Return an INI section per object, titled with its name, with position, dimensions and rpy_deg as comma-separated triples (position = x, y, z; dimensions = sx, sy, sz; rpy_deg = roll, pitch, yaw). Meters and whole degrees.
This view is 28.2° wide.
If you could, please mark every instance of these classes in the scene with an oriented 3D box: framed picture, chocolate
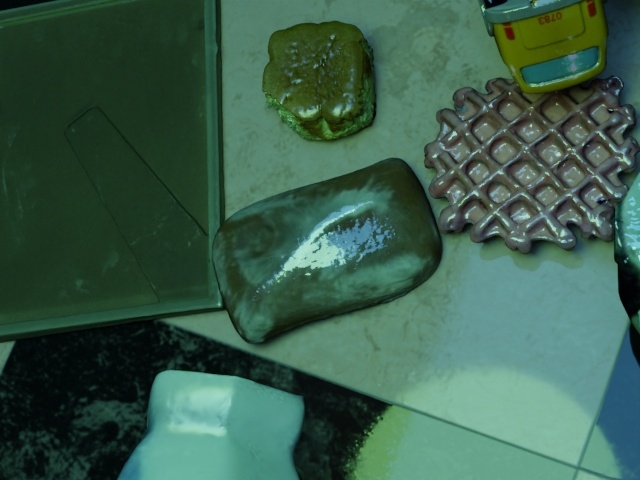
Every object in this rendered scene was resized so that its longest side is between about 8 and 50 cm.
[framed picture]
position = -0.271, -0.106, 1.550
dimensions = 0.326, 0.028, 0.446
rpy_deg = -7, 69, 14
[chocolate]
position = 0.000, 0.001, 1.387
dimensions = 0.254, 0.080, 0.156
rpy_deg = -19, 68, 3

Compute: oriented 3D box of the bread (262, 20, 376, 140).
[bread]
position = -0.002, -0.185, 1.473
dimensions = 0.128, 0.069, 0.140
rpy_deg = -7, 68, 16

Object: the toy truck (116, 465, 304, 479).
[toy truck]
position = -0.140, 0.395, 1.247
dimensions = 0.207, 0.173, 0.387
rpy_deg = 6, 73, 18

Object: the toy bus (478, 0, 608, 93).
[toy bus]
position = 0.237, -0.245, 1.355
dimensions = 0.126, 0.136, 0.209
rpy_deg = -16, 30, 10

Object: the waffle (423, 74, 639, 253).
[waffle]
position = 0.224, -0.090, 1.377
dimensions = 0.234, 0.055, 0.221
rpy_deg = 4, 70, 20

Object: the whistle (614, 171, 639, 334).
[whistle]
position = 0.355, 0.069, 1.218
dimensions = 0.188, 0.168, 0.404
rpy_deg = 24, 79, 22

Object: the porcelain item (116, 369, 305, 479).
[porcelain item]
position = -0.112, 0.323, 1.050
dimensions = 0.179, 0.242, 0.405
rpy_deg = 14, 69, -6
